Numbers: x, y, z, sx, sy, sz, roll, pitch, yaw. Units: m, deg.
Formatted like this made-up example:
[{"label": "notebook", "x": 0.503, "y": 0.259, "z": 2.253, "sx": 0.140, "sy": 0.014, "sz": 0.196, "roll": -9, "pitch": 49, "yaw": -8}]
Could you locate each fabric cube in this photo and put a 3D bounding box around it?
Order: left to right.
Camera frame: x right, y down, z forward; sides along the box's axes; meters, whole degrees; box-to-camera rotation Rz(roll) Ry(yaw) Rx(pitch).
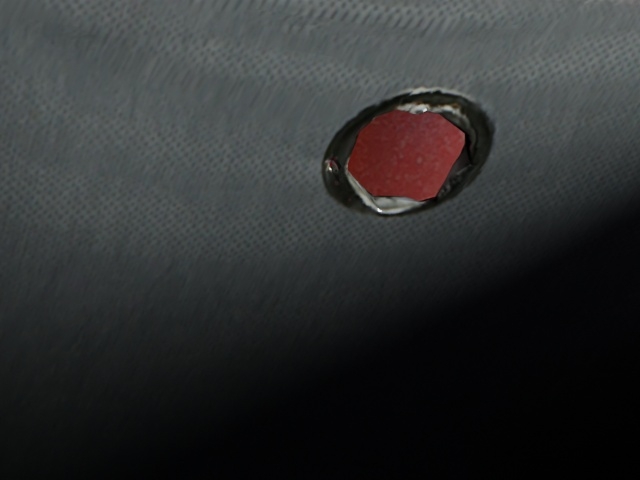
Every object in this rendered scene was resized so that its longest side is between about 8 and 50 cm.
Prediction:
[{"label": "fabric cube", "x": 0.023, "y": 0.120, "z": 0.341, "sx": 0.254, "sy": 0.258, "sz": 0.259, "roll": 3, "pitch": 48, "yaw": -21}]

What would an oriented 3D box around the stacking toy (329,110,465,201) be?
[{"label": "stacking toy", "x": 0.000, "y": 0.000, "z": 0.644, "sx": 0.480, "sy": 0.350, "sz": 0.351, "roll": 16, "pitch": 51, "yaw": -8}]
